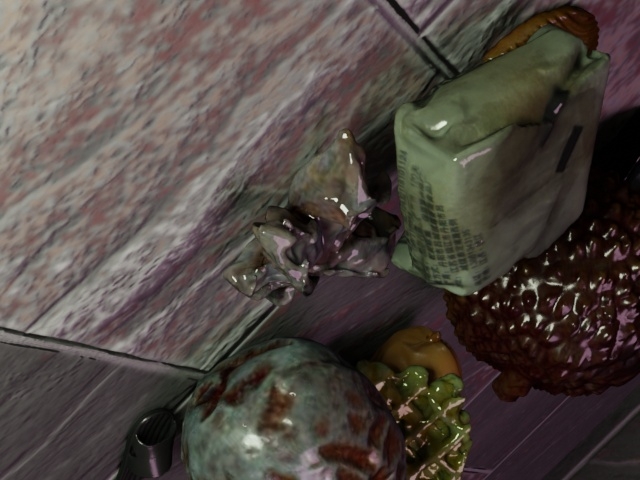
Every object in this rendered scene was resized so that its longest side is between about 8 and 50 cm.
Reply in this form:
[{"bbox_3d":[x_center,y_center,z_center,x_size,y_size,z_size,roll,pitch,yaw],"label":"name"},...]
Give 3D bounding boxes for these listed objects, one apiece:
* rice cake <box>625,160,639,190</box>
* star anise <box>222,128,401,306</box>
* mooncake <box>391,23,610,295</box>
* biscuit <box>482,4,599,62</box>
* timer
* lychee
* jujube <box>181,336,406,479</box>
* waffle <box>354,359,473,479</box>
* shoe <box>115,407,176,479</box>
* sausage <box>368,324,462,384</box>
[{"bbox_3d":[0.472,-0.086,1.898,0.085,0.040,0.226,-52,174,-21],"label":"rice cake"},{"bbox_3d":[-0.001,-0.001,1.281,0.198,0.110,0.257,-40,163,-7],"label":"star anise"},{"bbox_3d":[0.175,-0.079,1.318,0.250,0.136,0.254,-32,140,-31],"label":"mooncake"},{"bbox_3d":[0.246,-0.190,1.441,0.229,0.031,0.176,-17,144,-46],"label":"biscuit"},{"bbox_3d":[0.408,-0.095,1.812,0.187,0.055,0.144,-60,173,35],"label":"timer"},{"bbox_3d":[0.313,0.062,1.668,0.330,0.306,0.306,-66,157,-5],"label":"lychee"},{"bbox_3d":[-0.030,0.247,1.484,0.246,0.215,0.308,-46,140,7],"label":"jujube"},{"bbox_3d":[0.064,0.303,1.706,0.297,0.073,0.317,-2,117,-13],"label":"waffle"},{"bbox_3d":[-0.197,0.257,1.482,0.062,0.053,0.159,-18,149,-38],"label":"shoe"},{"bbox_3d":[0.107,0.226,1.798,0.241,0.136,0.120,-52,154,22],"label":"sausage"}]
